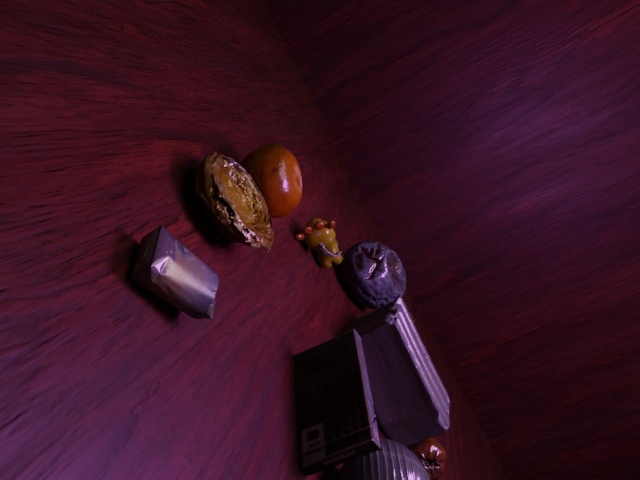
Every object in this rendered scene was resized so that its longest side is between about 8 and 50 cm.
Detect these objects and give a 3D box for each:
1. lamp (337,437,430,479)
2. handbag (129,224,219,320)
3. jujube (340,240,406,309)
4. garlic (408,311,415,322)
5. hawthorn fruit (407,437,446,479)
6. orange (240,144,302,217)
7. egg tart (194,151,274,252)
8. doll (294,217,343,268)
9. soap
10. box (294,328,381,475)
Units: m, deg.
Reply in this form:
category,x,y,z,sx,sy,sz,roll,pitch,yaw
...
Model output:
category,x,y,z,sx,sy,sz,roll,pitch,yaw
lamp,0.153,0.587,1.344,0.233,0.233,0.265,58,13,-20
handbag,-0.262,0.070,1.084,0.173,0.095,0.117,44,29,-32
jujube,0.200,0.133,2.303,0.308,0.215,0.246,56,40,-40
garlic,0.329,0.402,2.453,0.338,0.151,0.196,-69,144,-68
hawthorn fruit,0.333,0.729,1.966,0.189,0.149,0.149,-46,-118,58
orange,-0.145,-0.169,1.714,0.224,0.170,0.224,-4,90,-76
egg tart,-0.218,-0.079,1.449,0.291,0.107,0.290,51,18,-25
doll,0.000,0.000,2.022,0.221,0.143,0.135,60,12,-59
soap,0.261,0.445,1.987,0.435,0.213,0.350,63,12,-2
box,0.030,0.368,1.386,0.047,0.180,0.324,55,17,-35
